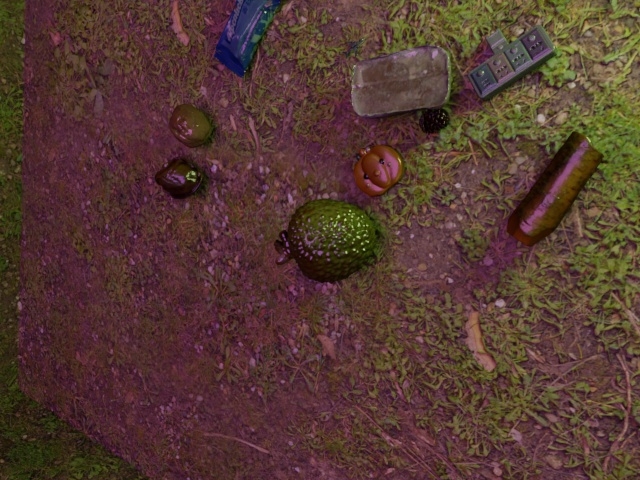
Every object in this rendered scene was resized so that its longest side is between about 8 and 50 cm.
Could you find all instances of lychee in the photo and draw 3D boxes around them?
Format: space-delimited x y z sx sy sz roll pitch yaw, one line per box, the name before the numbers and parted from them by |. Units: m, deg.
lychee | 0.012 -0.002 1.583 0.320 0.270 0.269 4 100 -3

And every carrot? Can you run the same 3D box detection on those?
carrot | 0.597 -0.122 1.294 0.114 0.114 0.301 38 112 22

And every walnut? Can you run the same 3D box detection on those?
walnut | -0.487 -0.429 1.897 0.166 0.149 0.166 38 147 31

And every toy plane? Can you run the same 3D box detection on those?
toy plane | 0.105 -0.603 1.578 0.084 0.024 0.077 -40 58 29

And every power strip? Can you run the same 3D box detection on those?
power strip | 0.494 -0.489 1.344 0.216 0.061 0.145 -30 74 30

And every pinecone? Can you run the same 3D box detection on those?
pinecone | 0.324 -0.342 1.453 0.083 0.077 0.077 5 99 21

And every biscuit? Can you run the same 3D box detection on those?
biscuit | 0.171 -0.225 1.572 0.170 0.050 0.170 4 98 30

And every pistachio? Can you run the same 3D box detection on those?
pistachio | -0.547 -0.242 1.962 0.210 0.130 0.165 9 98 21

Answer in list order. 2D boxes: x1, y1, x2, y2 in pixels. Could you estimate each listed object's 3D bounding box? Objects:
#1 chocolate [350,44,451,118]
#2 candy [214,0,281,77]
chocolate | 0.236 -0.446 1.465 0.303 0.100 0.185 0 83 34
candy | -0.256 -0.744 1.753 0.187 0.077 0.331 47 116 26
